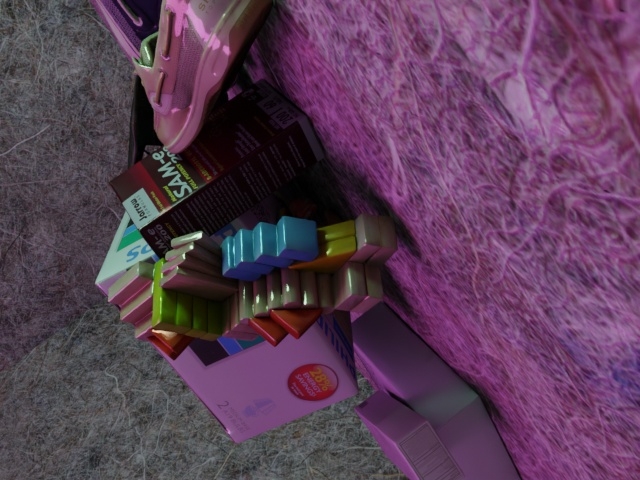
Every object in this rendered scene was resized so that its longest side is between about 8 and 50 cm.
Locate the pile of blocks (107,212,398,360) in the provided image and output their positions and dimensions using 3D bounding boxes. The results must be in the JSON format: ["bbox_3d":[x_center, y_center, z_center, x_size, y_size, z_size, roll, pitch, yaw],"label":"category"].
[{"bbox_3d":[-0.086,0.063,0.819,0.149,0.362,0.113,43,-145,-53],"label":"pile of blocks"}]

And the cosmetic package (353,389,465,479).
[{"bbox_3d":[0.125,0.294,1.066,0.099,0.060,0.239,58,170,-5],"label":"cosmetic package"}]

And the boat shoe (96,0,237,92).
[{"bbox_3d":[-0.163,-0.266,0.797,0.158,0.127,0.340,26,167,39],"label":"boat shoe"}]

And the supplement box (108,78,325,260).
[{"bbox_3d":[-0.130,-0.089,0.899,0.130,0.239,0.073,46,170,45],"label":"supplement box"}]

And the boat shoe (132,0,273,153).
[{"bbox_3d":[-0.142,-0.187,0.764,0.098,0.109,0.302,32,157,-10],"label":"boat shoe"}]

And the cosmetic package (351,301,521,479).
[{"bbox_3d":[0.208,0.316,1.240,0.284,0.097,0.377,40,165,53],"label":"cosmetic package"}]

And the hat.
[{"bbox_3d":[-0.194,-0.219,1.059,0.134,0.331,0.331,9,180,-9],"label":"hat"}]

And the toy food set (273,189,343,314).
[{"bbox_3d":[0.000,0.000,1.054,0.128,0.071,0.218,47,-160,-51],"label":"toy food set"}]

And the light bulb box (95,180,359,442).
[{"bbox_3d":[-0.123,0.049,1.142,0.358,0.225,0.361,57,-165,-27],"label":"light bulb box"}]
